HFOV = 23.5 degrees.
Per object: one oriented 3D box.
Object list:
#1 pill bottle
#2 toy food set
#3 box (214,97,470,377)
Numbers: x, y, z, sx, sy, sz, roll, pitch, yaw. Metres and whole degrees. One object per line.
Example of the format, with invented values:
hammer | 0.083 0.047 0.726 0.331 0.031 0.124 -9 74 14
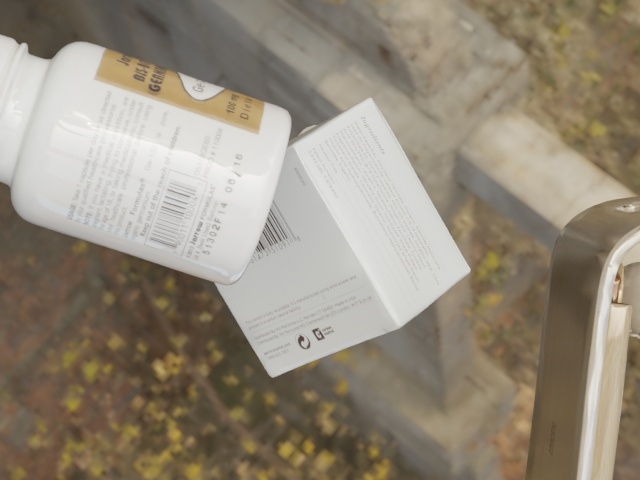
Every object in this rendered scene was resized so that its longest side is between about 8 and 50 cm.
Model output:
pill bottle | -0.146 -0.063 1.053 0.131 0.229 0.131 -162 -90 -82
toy food set | 0.185 0.125 0.924 0.220 0.092 0.306 -65 160 -86
box | 0.000 0.000 1.351 0.181 0.182 0.119 -25 -173 46
